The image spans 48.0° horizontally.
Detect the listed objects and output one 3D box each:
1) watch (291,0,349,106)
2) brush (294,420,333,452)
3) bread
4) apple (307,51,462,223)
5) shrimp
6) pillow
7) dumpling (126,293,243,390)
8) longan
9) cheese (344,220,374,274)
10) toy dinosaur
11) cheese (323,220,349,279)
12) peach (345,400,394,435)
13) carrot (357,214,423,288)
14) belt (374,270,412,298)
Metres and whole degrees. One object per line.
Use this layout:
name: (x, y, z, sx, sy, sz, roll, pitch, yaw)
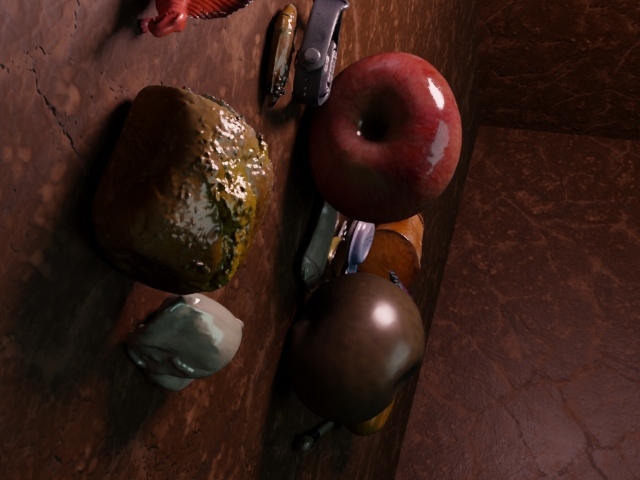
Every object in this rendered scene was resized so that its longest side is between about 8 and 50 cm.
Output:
watch: (-0.002, -0.348, 1.314, 0.193, 0.068, 0.206, 93, 11, -81)
brush: (-0.004, 0.490, 1.825, 0.042, 0.039, 0.299, -40, 167, 12)
bread: (-0.153, -0.066, 0.886, 0.195, 0.176, 0.246, 63, 40, -64)
apple: (0.136, -0.201, 1.473, 0.269, 0.345, 0.344, 22, 78, -71)
shrimp: (-0.063, -0.319, 1.252, 0.101, 0.042, 0.190, 53, 47, -75)
pillow: (0.000, 0.000, 1.598, 0.130, 0.038, 0.232, 66, 37, -57)
dumpling: (-0.191, 0.144, 1.005, 0.151, 0.124, 0.229, -42, 150, -1)
longan: (0.080, 0.230, 1.570, 0.350, 0.289, 0.288, -53, 149, -32)
cheese: (0.091, 0.029, 1.864, 0.135, 0.052, 0.244, -23, 130, -66)
toy dinosaur: (-0.127, -0.341, 0.888, 0.070, 0.139, 0.286, 76, 29, -52)
cheese: (0.041, 0.014, 1.734, 0.086, 0.036, 0.162, 77, 28, -43)
peach: (0.138, 0.439, 2.064, 0.251, 0.153, 0.251, 3, 90, -67)
carrot: (0.219, 0.011, 2.033, 0.254, 0.196, 0.195, -49, 144, -58)
belt: (0.124, 0.237, 1.836, 0.160, 0.207, 0.294, 69, 27, -51)
